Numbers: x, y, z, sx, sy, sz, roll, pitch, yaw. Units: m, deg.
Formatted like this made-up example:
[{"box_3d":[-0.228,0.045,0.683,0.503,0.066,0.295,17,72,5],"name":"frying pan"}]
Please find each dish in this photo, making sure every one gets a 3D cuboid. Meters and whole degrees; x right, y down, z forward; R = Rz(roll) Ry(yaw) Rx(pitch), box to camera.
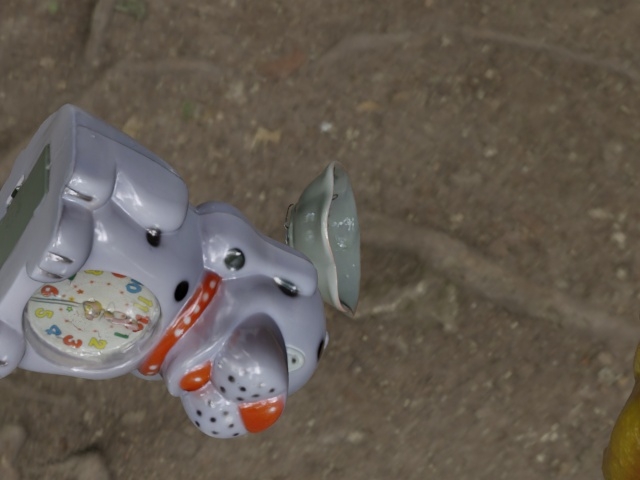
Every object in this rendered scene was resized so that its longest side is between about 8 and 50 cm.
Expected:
[{"box_3d":[0.000,0.000,1.634,0.081,0.229,0.229,-5,57,12],"name":"dish"}]

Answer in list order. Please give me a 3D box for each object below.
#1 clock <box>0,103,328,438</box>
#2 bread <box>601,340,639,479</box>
[{"box_3d":[-0.102,0.041,0.806,0.254,0.189,0.189,27,53,-24],"name":"clock"},{"box_3d":[0.611,0.293,1.711,0.394,0.361,0.250,-5,32,-12],"name":"bread"}]
